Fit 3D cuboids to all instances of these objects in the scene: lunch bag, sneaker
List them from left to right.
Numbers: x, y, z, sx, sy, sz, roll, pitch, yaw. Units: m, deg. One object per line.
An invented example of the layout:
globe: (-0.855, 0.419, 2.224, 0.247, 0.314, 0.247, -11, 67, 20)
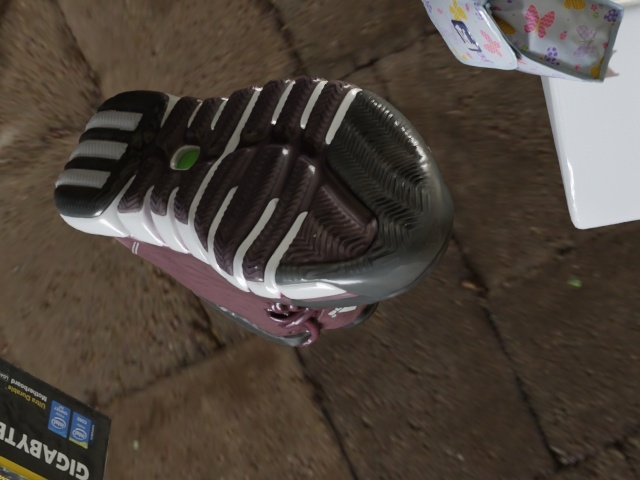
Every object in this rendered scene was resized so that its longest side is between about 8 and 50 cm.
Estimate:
sneaker: (0.000, 0.000, 0.883, 0.162, 0.281, 0.106, 39, 76, -36)
lunch bag: (0.097, -0.111, 0.897, 0.083, 0.071, 0.053, 17, 93, -29)

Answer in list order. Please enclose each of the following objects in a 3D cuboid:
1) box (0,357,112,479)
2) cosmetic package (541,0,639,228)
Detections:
box: (-0.334, 0.115, 1.123, 0.322, 0.257, 0.079, 35, 44, -37)
cosmetic package: (0.245, -0.221, 1.202, 0.230, 0.453, 0.161, -9, 128, 7)
